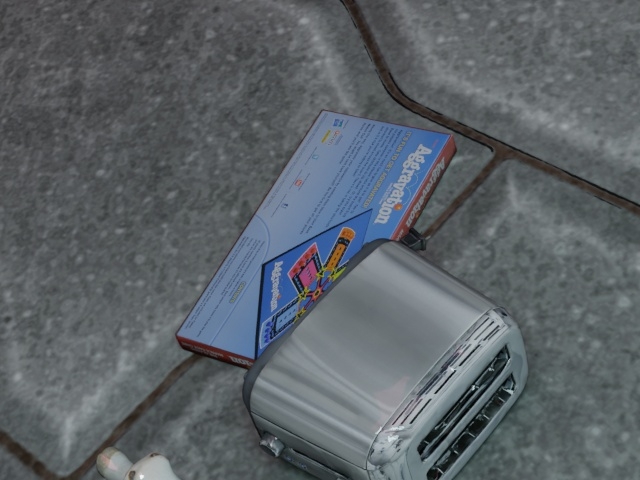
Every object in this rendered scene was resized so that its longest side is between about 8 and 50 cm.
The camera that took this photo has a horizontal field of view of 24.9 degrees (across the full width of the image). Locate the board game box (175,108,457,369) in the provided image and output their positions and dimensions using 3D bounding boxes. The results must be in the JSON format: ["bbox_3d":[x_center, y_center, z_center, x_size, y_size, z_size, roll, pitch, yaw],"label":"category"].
[{"bbox_3d":[0.000,0.000,1.308,0.145,0.027,0.281,14,57,31],"label":"board game box"}]

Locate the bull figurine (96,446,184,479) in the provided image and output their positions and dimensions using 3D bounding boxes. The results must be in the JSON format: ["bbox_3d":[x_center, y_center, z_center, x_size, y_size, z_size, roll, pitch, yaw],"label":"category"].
[{"bbox_3d":[-0.074,0.214,0.974,0.188,0.310,0.101,22,75,39],"label":"bull figurine"}]

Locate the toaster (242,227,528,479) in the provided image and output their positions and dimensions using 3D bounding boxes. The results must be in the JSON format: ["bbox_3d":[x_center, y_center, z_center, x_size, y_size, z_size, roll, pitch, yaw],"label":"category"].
[{"bbox_3d":[0.061,0.103,1.133,0.146,0.129,0.227,30,64,32],"label":"toaster"}]
